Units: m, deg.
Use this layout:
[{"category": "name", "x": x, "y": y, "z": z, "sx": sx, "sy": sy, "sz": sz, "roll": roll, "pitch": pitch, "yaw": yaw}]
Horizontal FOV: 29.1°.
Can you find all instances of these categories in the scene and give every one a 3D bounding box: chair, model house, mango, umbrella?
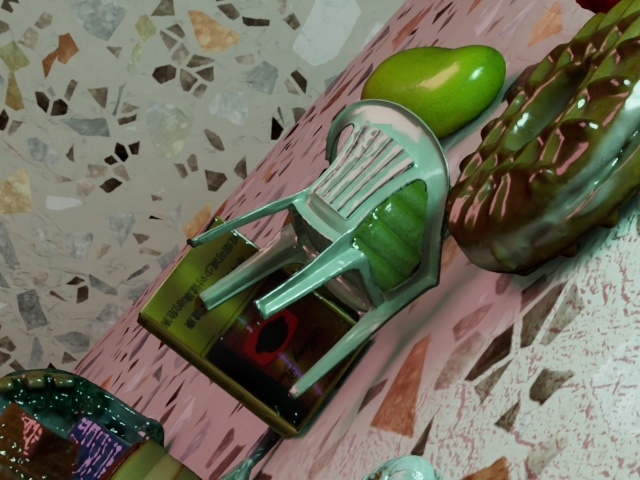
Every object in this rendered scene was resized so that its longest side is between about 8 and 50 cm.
[{"category": "chair", "x": 0.009, "y": -0.003, "z": 1.368, "sx": 0.275, "sy": 0.203, "sz": 0.190, "roll": -37, "pitch": -35, "yaw": -19}, {"category": "model house", "x": -0.405, "y": 0.340, "z": 1.861, "sx": 0.251, "sy": 0.295, "sz": 0.329, "roll": -55, "pitch": 8, "yaw": -4}, {"category": "mango", "x": 0.170, "y": -0.226, "z": 1.889, "sx": 0.175, "sy": 0.143, "sz": 0.293, "roll": -48, "pitch": 19, "yaw": -23}, {"category": "umbrella", "x": -0.077, "y": 0.258, "z": 1.502, "sx": 0.044, "sy": 0.044, "sz": 0.269, "roll": 25, "pitch": 68, "yaw": 33}]

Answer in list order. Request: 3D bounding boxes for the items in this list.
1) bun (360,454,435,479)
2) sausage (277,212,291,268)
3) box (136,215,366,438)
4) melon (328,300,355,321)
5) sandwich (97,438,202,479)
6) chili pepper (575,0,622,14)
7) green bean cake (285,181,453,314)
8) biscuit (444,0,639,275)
[{"category": "bun", "x": 0.060, "y": 0.217, "z": 1.056, "sx": 0.083, "sy": 0.045, "sz": 0.083, "roll": -44, "pitch": 16, "yaw": 16}, {"category": "sausage", "x": 0.000, "y": 0.001, "z": 1.840, "sx": 0.136, "sy": 0.120, "sz": 0.241, "roll": -31, "pitch": 17, "yaw": 19}, {"category": "box", "x": -0.081, "y": 0.104, "z": 1.487, "sx": 0.159, "sy": 0.240, "sz": 0.071, "roll": -52, "pitch": 3, "yaw": -14}, {"category": "melon", "x": -0.023, "y": 0.153, "z": 1.645, "sx": 0.114, "sy": 0.053, "sz": 0.262, "roll": -66, "pitch": 12, "yaw": -24}, {"category": "sandwich", "x": -0.262, "y": 0.380, "z": 1.634, "sx": 0.187, "sy": 0.117, "sz": 0.144, "roll": -44, "pitch": 15, "yaw": 19}, {"category": "chili pepper", "x": 0.363, "y": -0.297, "z": 1.402, "sx": 0.110, "sy": 0.110, "sz": 0.387, "roll": -50, "pitch": 13, "yaw": 4}, {"category": "green bean cake", "x": 0.067, "y": -0.004, "z": 1.602, "sx": 0.200, "sy": 0.113, "sz": 0.214, "roll": -50, "pitch": 11, "yaw": -16}, {"category": "biscuit", "x": 0.255, "y": -0.107, "z": 1.221, "sx": 0.332, "sy": 0.103, "sz": 0.332, "roll": -49, "pitch": 11, "yaw": 13}]
